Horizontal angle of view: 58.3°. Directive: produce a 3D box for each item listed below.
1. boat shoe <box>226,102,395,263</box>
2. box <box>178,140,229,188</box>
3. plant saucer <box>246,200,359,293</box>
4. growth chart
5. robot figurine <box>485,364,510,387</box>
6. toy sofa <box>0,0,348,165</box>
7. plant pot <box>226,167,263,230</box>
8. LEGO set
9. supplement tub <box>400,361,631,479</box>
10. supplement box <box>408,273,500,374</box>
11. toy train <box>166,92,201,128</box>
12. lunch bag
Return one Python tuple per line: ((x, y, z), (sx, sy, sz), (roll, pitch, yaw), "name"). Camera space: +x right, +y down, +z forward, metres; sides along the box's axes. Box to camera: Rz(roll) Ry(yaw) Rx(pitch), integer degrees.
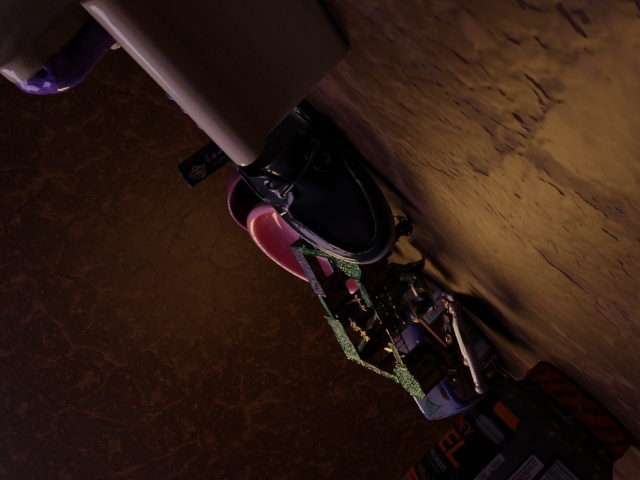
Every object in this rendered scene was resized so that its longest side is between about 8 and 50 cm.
((-0.044, -0.106, 0.701), (0.340, 0.127, 0.113), (54, -167, 11), "boat shoe")
((-0.246, -0.219, 1.401), (0.051, 0.220, 0.175), (55, 175, -19), "box")
((0.000, 0.000, 1.278), (0.332, 0.084, 0.332), (22, 153, 11), "plant saucer")
((0.242, 0.169, 0.968), (0.237, 0.021, 0.172), (-8, -100, -81), "growth chart")
((0.485, 0.412, 1.551), (0.291, 0.085, 0.211), (45, 178, -41), "robot figurine")
((-0.160, -0.192, 0.477), (0.362, 0.177, 0.150), (42, 177, 45), "toy sofa")
((-0.133, -0.142, 1.398), (0.201, 0.201, 0.180), (45, -166, -35), "plant pot")
((0.116, 0.061, 0.903), (0.331, 0.192, 0.255), (59, 157, -12), "LEGO set")
((0.264, 0.353, 0.834), (0.207, 0.338, 0.207), (45, 179, 1), "supplement tub")
((0.255, 0.167, 1.184), (0.239, 0.073, 0.130), (46, 180, -28), "supplement box")
((-0.240, -0.301, 1.129), (0.184, 0.105, 0.080), (44, 171, 17), "toy train")
((0.283, 0.290, 1.366), (0.303, 0.115, 0.243), (16, -137, -57), "lunch bag")
